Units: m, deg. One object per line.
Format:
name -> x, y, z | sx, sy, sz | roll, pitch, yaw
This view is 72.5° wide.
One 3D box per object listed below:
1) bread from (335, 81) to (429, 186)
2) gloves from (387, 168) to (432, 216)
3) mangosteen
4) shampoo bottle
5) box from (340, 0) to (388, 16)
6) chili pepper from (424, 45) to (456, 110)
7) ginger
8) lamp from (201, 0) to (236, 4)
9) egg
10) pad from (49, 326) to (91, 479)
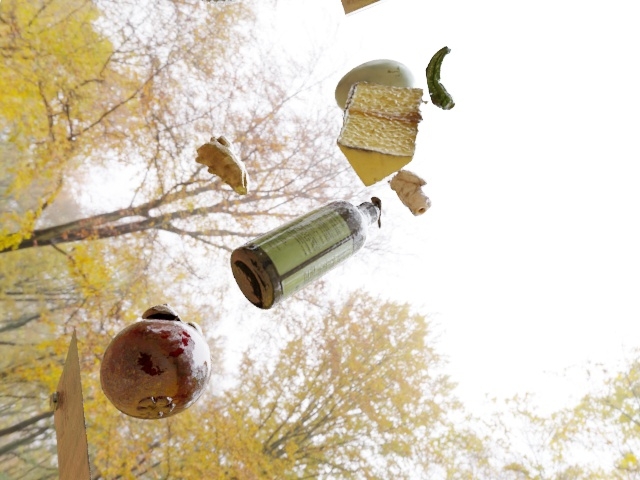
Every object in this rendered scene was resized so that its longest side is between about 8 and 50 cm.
bread -> 0.127, -0.249, 0.981 | 0.178, 0.266, 0.142 | 21, -43, -4
gloves -> 0.243, -0.133, 1.162 | 0.094, 0.110, 0.144 | -34, -106, 21
mangosteen -> -0.335, 0.238, 0.911 | 0.257, 0.215, 0.215 | -109, -146, -53
shampoo bottle -> 0.000, 0.000, 0.686 | 0.101, 0.284, 0.101 | 33, -42, 35
box -> 0.101, -0.725, 1.165 | 0.141, 0.058, 0.201 | -17, -74, 14
chili pepper -> 0.324, -0.434, 1.184 | 0.073, 0.050, 0.182 | -11, -101, 45
ginger -> -0.269, -0.214, 1.199 | 0.081, 0.115, 0.205 | -43, -117, 24
lamp -> -0.232, -0.698, 1.033 | 0.233, 0.233, 0.265 | -17, -116, 42
egg -> 0.165, -0.454, 1.332 | 0.264, 0.183, 0.182 | 5, -74, 29
pad -> -0.269, 0.242, 0.467 | 0.159, 0.009, 0.265 | -59, -135, 28
